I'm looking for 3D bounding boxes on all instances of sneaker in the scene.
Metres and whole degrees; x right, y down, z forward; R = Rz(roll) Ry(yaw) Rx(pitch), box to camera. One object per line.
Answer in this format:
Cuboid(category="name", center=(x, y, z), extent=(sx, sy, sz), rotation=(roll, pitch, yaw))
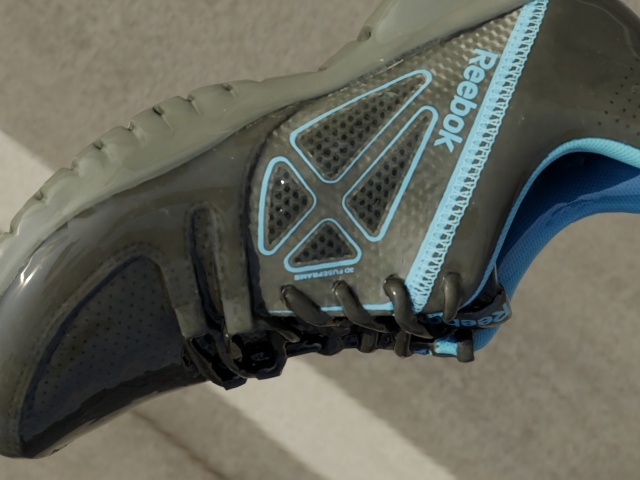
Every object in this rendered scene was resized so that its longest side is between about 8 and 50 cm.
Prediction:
Cuboid(category="sneaker", center=(0.000, 0.000, 0.677), extent=(0.140, 0.340, 0.125), rotation=(55, 177, 22))
